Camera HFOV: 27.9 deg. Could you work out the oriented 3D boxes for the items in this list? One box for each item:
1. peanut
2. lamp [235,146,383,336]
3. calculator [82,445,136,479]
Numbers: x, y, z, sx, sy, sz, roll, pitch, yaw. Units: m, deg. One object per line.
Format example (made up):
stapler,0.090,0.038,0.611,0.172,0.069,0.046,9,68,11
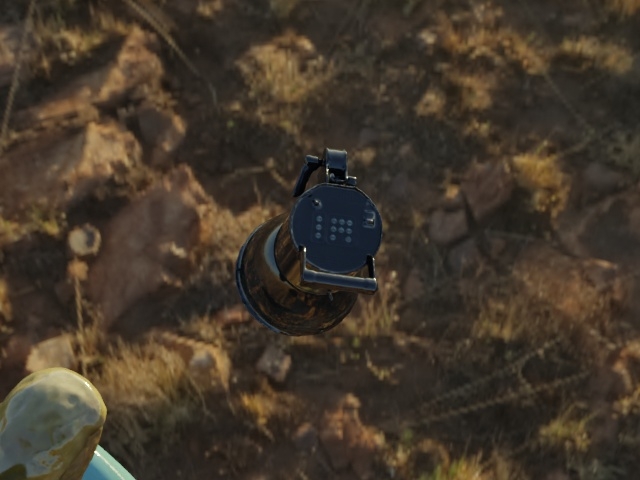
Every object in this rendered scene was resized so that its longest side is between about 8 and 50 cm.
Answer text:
peanut,-0.268,0.180,1.058,0.236,0.110,0.120,-36,45,25
lamp,0.000,0.000,1.373,0.147,0.227,0.172,9,71,-11
calculator,-0.303,0.361,1.450,0.256,0.054,0.386,-44,83,-5
